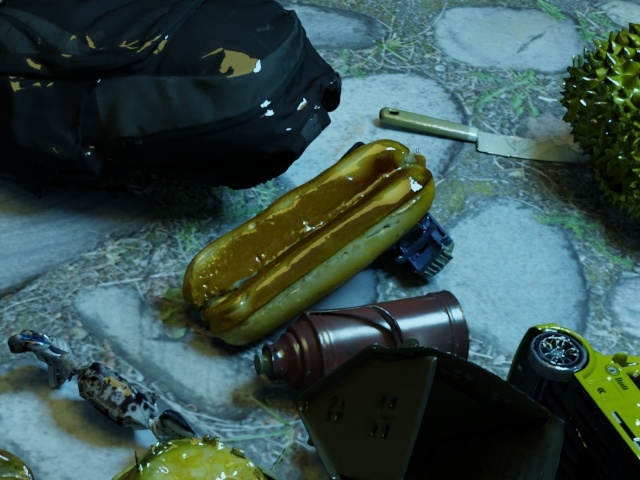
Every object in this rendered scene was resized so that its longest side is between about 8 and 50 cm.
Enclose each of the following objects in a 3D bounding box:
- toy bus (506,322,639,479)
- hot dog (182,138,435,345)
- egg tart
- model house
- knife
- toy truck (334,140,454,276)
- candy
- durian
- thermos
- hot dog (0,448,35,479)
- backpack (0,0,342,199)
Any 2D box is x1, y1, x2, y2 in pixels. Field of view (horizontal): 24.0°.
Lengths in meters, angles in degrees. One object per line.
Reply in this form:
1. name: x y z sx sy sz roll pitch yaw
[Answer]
1. toy bus: 0.316 0.228 1.524 0.151 0.145 0.331 -10 44 -24
2. hot dog: 0.000 0.000 1.738 0.337 0.100 0.135 -36 54 -15
3. egg tart: -0.116 0.260 1.444 0.213 0.090 0.212 9 36 -6
4. model house: 0.072 0.220 1.473 0.211 0.204 0.243 29 -18 -34
5. knife: 0.225 -0.137 2.069 0.298 0.017 0.047 12 40 -2
6. toy truck: 0.093 -0.036 1.855 0.088 0.074 0.201 29 18 -48
7. candy: -0.224 0.156 1.559 0.226 0.094 0.051 28 81 15
8. durian: 0.437 -0.148 1.947 0.258 0.258 0.293 -7 62 -19
9. thermos: 0.038 0.117 1.652 0.232 0.099 0.124 -9 4 -19
10. hot dog: -0.338 0.249 1.430 0.147 0.065 0.099 -8 50 -23
11. backpack: -0.198 -0.195 1.875 0.446 0.255 0.363 5 35 18
